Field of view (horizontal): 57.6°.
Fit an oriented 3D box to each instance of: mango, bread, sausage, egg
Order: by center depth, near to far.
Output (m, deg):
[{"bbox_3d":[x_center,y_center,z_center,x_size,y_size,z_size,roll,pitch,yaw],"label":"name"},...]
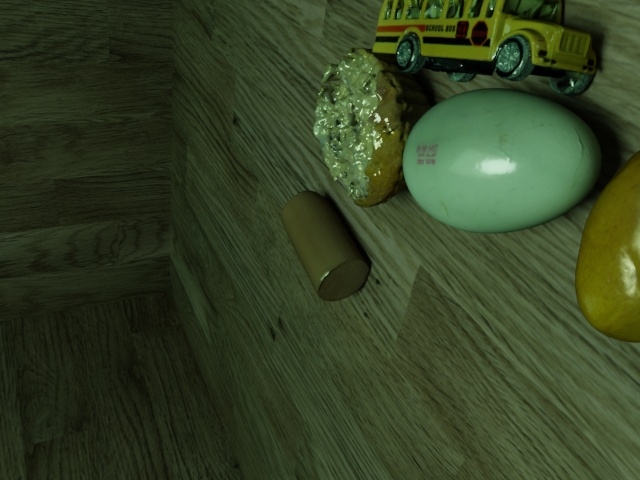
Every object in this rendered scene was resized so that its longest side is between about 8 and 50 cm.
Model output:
[{"bbox_3d":[0.339,0.005,0.603,0.147,0.110,0.227,-96,10,-61],"label":"mango"},{"bbox_3d":[0.218,-0.098,0.729,0.264,0.183,0.182,12,109,55],"label":"egg"},{"bbox_3d":[0.093,-0.192,0.994,0.274,0.150,0.273,170,90,-70],"label":"bread"},{"bbox_3d":[0.000,0.000,1.266,0.252,0.123,0.123,60,147,37],"label":"sausage"}]

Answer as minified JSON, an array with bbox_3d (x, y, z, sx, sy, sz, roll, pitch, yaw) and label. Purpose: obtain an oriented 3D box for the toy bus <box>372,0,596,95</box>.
[{"bbox_3d":[0.206,-0.275,0.777,0.336,0.121,0.122,34,119,57],"label":"toy bus"}]
